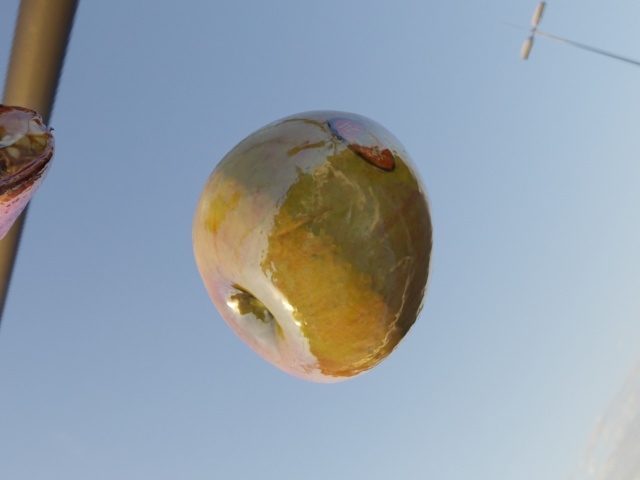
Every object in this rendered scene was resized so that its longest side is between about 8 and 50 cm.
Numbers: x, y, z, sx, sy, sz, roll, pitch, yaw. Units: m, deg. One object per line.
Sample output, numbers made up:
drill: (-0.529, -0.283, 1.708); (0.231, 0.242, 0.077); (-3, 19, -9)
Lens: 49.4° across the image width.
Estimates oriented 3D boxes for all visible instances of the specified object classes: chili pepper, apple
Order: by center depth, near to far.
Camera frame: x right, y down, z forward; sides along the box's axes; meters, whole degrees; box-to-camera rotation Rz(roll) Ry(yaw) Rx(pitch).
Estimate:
apple: (0.000, 0.000, 0.488); (0.155, 0.183, 0.182); (-45, -35, -33)
chili pepper: (-0.259, -0.029, 0.494); (0.086, 0.192, 0.084); (3, -111, -41)
